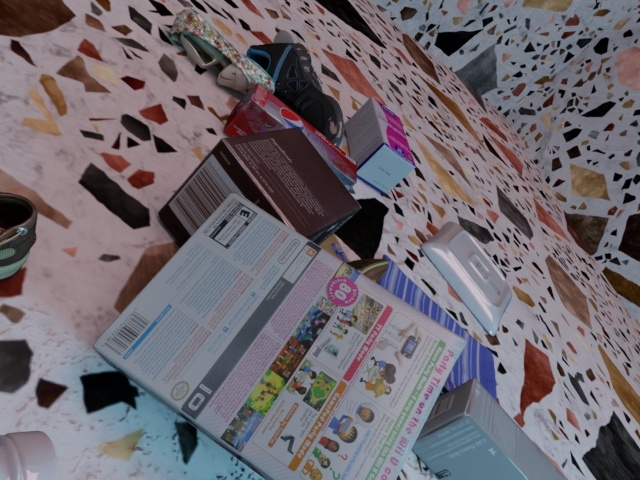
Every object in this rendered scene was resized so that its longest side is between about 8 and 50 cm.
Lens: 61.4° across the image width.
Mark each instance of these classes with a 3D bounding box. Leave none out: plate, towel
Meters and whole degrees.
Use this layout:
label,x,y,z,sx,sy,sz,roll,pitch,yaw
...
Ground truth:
label,x,y,z,sx,sy,sz,roll,pitch,yaw
plate,0.396,0.079,1.387,0.278,0.045,0.277,53,30,6
towel,0.228,0.195,1.047,0.336,0.040,0.243,43,30,-11

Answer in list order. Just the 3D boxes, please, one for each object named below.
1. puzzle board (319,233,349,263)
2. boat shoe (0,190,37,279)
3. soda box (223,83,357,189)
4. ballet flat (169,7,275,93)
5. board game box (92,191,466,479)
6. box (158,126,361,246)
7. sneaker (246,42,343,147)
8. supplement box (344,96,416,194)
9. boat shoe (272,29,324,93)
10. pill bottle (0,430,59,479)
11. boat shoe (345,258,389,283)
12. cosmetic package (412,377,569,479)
label,x,y,z,sx,sy,sz,roll,pitch,yaw
puzzle board,0.000,0.000,0.998,0.096,0.011,0.128,2,55,-53
boat shoe,-0.363,0.000,0.445,0.095,0.095,0.257,53,31,7
soda box,-0.052,-0.181,1.050,0.263,0.092,0.083,36,34,-22
ballet flat,-0.204,-0.361,1.088,0.241,0.091,0.077,39,62,-9
board game box,-0.035,0.120,0.567,0.303,0.097,0.224,33,62,8
box,-0.082,-0.044,0.784,0.167,0.168,0.203,52,31,5
sneaker,-0.062,-0.304,1.182,0.139,0.125,0.341,-6,54,-32
supplement box,0.144,-0.241,1.354,0.111,0.114,0.220,28,35,-30
boat shoe,-0.054,-0.422,1.340,0.070,0.077,0.219,-2,65,-52
pill bottle,-0.278,0.176,0.344,0.186,0.112,0.112,11,47,-46
boat shoe,0.068,0.071,0.967,0.178,0.064,0.060,-19,106,-54
cosmetic package,0.265,0.348,0.839,0.238,0.127,0.107,47,30,1
